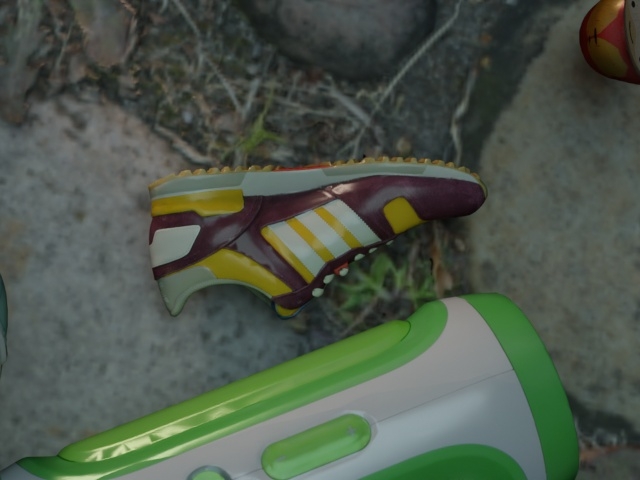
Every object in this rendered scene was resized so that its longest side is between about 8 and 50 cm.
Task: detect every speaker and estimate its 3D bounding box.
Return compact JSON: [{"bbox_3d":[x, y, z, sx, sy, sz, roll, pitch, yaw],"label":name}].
[{"bbox_3d":[-0.025,0.128,0.967,0.296,0.131,0.131,-21,82,-12],"label":"speaker"}]

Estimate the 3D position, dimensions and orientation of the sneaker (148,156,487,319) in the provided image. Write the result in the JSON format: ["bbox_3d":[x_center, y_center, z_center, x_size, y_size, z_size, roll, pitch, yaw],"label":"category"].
[{"bbox_3d":[0.000,0.000,1.037,0.185,0.069,0.084,-4,88,-3],"label":"sneaker"}]

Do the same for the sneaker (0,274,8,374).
[{"bbox_3d":[-0.299,0.119,0.945,0.366,0.150,0.135,-30,105,7],"label":"sneaker"}]

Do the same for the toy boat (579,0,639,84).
[{"bbox_3d":[0.271,-0.030,1.016,0.318,0.148,0.267,39,87,-8],"label":"toy boat"}]
